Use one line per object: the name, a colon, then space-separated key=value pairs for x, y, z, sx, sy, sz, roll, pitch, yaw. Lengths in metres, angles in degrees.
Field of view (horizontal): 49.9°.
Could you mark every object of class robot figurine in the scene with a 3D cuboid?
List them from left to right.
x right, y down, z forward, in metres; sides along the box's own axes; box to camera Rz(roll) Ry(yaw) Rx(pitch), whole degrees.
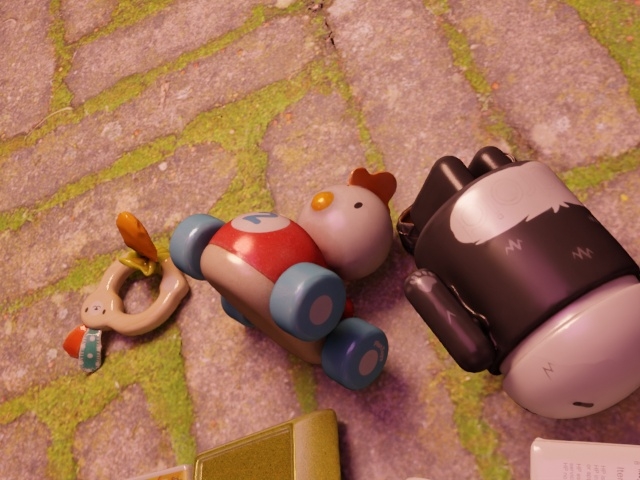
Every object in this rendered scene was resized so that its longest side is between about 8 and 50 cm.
robot figurine: x=0.202 y=0.038 z=0.676 sx=0.209 sy=0.173 sz=0.278 roll=-36 pitch=62 yaw=6

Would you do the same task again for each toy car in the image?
toy car: x=0.000 y=0.000 z=0.772 sx=0.219 sy=0.210 sz=0.238 roll=22 pitch=69 yaw=42

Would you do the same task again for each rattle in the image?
rattle: x=-0.283 y=0.074 z=0.896 sx=0.200 sy=0.143 sz=0.130 roll=-32 pitch=74 yaw=-2

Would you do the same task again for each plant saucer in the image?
plant saucer: x=-0.069 y=0.273 z=0.709 sx=0.188 sy=0.045 sz=0.188 roll=-24 pitch=41 yaw=19

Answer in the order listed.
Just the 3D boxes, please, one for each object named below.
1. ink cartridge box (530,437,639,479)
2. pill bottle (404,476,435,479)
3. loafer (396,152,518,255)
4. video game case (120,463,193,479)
ink cartridge box: x=0.324 y=0.283 z=0.521 sx=0.307 sy=0.129 sz=0.223 roll=-3 pitch=63 yaw=22
pill bottle: x=0.107 y=0.332 z=0.594 sx=0.124 sy=0.124 sz=0.221 roll=5 pitch=66 yaw=26
loafer: x=0.163 y=-0.049 z=0.808 sx=0.170 sy=0.061 sz=0.062 roll=-40 pitch=55 yaw=-1
video game case: x=-0.239 y=0.382 z=0.778 sx=0.227 sy=0.026 sz=0.206 roll=-18 pitch=58 yaw=15
